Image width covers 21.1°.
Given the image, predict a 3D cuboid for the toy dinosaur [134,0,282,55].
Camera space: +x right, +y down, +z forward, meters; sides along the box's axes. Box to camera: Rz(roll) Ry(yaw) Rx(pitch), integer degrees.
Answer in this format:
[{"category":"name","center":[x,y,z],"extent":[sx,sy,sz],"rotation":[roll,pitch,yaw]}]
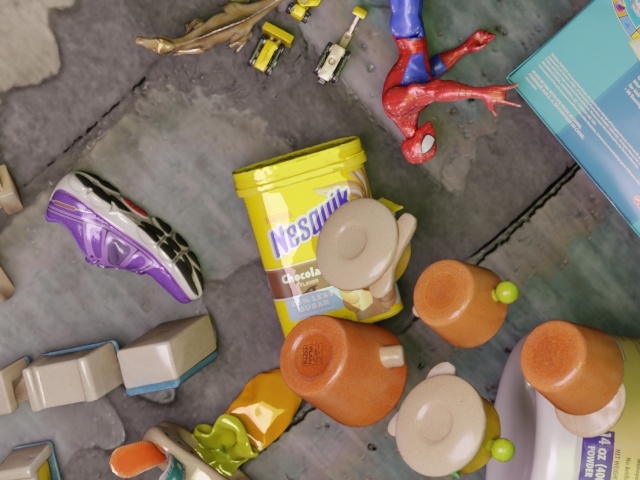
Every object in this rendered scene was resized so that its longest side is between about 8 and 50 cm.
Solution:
[{"category":"toy dinosaur","center":[-0.078,-0.201,1.581],"extent":[0.183,0.092,0.053],"rotation":[-25,98,-2]}]

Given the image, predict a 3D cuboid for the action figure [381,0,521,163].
[{"category":"action figure","center":[0.116,-0.212,1.593],"extent":[0.139,0.091,0.280],"rotation":[-1,96,9]}]

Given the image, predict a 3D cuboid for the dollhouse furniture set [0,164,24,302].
[{"category":"dollhouse furniture set","center":[-0.346,-0.015,1.611],"extent":[0.144,0.123,0.151],"rotation":[-22,62,-2]}]

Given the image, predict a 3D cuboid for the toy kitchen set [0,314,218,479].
[{"category":"toy kitchen set","center":[-0.198,0.177,1.616],"extent":[0.207,0.122,0.166],"rotation":[-11,97,17]}]

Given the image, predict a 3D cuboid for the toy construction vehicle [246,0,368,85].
[{"category":"toy construction vehicle","center":[-0.011,-0.190,1.622],"extent":[0.086,0.035,0.098],"rotation":[26,92,3]}]

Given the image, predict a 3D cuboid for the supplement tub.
[{"category":"supplement tub","center":[0.335,0.213,1.582],"extent":[0.331,0.241,0.241],"rotation":[7,95,-5]}]

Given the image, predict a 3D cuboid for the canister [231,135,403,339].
[{"category":"canister","center":[0.000,0.000,1.618],"extent":[0.126,0.073,0.170],"rotation":[-17,98,-3]}]

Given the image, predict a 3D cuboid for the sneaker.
[{"category":"sneaker","center":[-0.183,0.005,1.618],"extent":[0.170,0.068,0.071],"rotation":[38,107,1]}]

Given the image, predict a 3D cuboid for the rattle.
[{"category":"rattle","center":[-0.092,0.174,1.564],"extent":[0.143,0.200,0.130],"rotation":[-38,58,8]}]

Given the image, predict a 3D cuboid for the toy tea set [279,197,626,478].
[{"category":"toy tea set","center":[0.114,0.105,1.490],"extent":[0.124,0.336,0.200],"rotation":[27,91,-50]}]

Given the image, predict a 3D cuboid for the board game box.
[{"category":"board game box","center":[0.376,-0.161,1.538],"extent":[0.336,0.079,0.254],"rotation":[-42,76,19]}]
